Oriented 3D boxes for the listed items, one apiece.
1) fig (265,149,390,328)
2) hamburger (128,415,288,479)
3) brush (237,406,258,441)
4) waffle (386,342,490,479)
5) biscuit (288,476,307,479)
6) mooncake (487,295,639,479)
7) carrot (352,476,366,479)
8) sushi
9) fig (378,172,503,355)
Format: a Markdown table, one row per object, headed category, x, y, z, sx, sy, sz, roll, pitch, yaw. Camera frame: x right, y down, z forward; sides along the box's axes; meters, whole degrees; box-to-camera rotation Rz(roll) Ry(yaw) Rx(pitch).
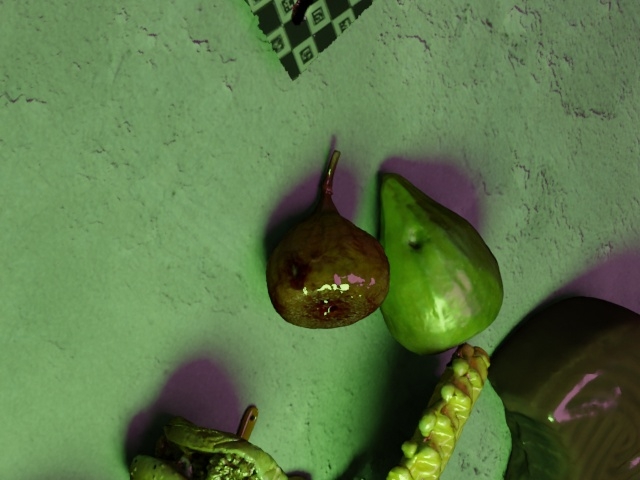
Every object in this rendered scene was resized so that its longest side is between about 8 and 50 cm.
| category | x | y | z | sx | sy | sz | roll | pitch | yaw |
| --- | --- | --- | --- | --- | --- | --- | --- | --- | --- |
| fig | 0.000 | 0.000 | 1.548 | 0.146 | 0.133 | 0.201 | -5 | 67 | -12 |
| hamburger | -0.122 | 0.283 | 1.486 | 0.113 | 0.185 | 0.177 | -53 | 177 | -24 |
| brush | -0.110 | 0.285 | 1.612 | 0.043 | 0.014 | 0.169 | 17 | 95 | -44 |
| waffle | 0.136 | 0.269 | 1.667 | 0.329 | 0.062 | 0.329 | -61 | 172 | -14 |
| biscuit | -0.064 | 0.348 | 1.668 | 0.140 | 0.023 | 0.118 | -27 | 122 | -29 |
| mooncake | 0.385 | 0.248 | 1.904 | 0.334 | 0.174 | 0.325 | 4 | 106 | -42 |
| carrot | -0.019 | 0.459 | 1.722 | 0.069 | 0.069 | 0.336 | 24 | 95 | -42 |
| sushi | -0.010 | -0.290 | 1.463 | 0.201 | 0.031 | 0.139 | -46 | 129 | -21 |
| fig | 0.148 | 0.039 | 1.634 | 0.167 | 0.167 | 0.233 | -32 | 133 | -26 |
